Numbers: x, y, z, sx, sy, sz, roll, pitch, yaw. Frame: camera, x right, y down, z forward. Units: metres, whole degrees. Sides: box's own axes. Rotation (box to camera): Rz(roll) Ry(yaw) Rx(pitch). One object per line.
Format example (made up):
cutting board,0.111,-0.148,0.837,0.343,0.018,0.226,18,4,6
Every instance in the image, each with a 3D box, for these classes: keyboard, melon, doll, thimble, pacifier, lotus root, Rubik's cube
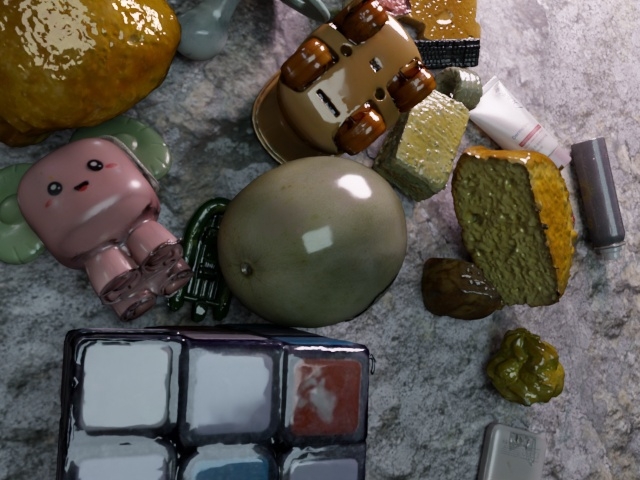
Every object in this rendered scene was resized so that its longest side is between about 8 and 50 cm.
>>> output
keyboard,0.238,-0.381,1.172,0.195,0.018,0.060,-8,111,-14
melon,0.000,0.000,0.906,0.330,0.268,0.268,-22,94,-51
doll,-0.325,-0.037,0.830,0.284,0.216,0.268,-35,72,-18
thimble,0.277,-0.309,1.166,0.062,0.110,0.084,5,127,-24
pacifier,-0.152,-0.415,0.925,0.343,0.288,0.269,29,100,-15
lotus root,0.262,0.100,1.108,0.095,0.135,0.159,-39,87,-22
Rubik's cube,-0.162,0.293,0.760,0.359,0.363,0.362,2,82,-22

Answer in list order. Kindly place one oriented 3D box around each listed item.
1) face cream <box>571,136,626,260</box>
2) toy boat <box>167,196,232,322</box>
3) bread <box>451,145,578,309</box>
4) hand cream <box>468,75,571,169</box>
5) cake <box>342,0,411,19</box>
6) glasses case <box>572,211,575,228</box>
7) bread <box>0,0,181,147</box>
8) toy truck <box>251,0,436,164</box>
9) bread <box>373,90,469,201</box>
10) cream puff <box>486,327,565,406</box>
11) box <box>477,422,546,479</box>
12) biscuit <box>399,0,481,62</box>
face cream,0.642,-0.093,1.317,0.073,0.073,0.283,-11,89,-25
toy boat,-0.182,0.031,0.943,0.104,0.052,0.210,16,79,-19
bread,0.390,-0.044,1.122,0.179,0.194,0.340,-31,109,-38
hand cream,0.426,-0.238,1.239,0.248,0.083,0.133,44,66,1
cake,0.082,-0.520,1.105,0.117,0.086,0.220,-23,95,-27
glasses case,0.488,-0.077,1.258,0.194,0.049,0.073,28,73,-19
bread,-0.387,-0.337,0.772,0.394,0.250,0.361,48,68,-7
toy truck,0.034,-0.259,0.989,0.288,0.212,0.204,-45,103,-18
bread,0.197,-0.189,1.112,0.138,0.102,0.196,29,71,-21
cream puff,0.411,0.248,1.148,0.156,0.121,0.156,2,83,-18
box,0.371,0.520,1.143,0.142,0.044,0.285,20,77,-19
biscuit,0.262,-0.470,1.206,0.212,0.041,0.238,-40,106,-22
